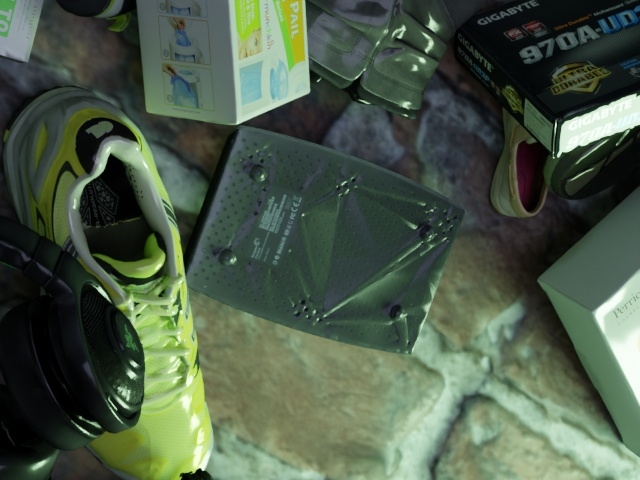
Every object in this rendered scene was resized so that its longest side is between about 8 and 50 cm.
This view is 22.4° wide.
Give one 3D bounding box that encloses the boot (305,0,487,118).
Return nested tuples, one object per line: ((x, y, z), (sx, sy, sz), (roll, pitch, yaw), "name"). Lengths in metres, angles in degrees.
((0.009, -0.265, 1.451), (0.338, 0.118, 0.223), (34, 95, -20), "boot")

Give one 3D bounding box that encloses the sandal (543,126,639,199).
((0.327, -0.143, 1.619), (0.303, 0.086, 0.120), (-26, 143, -29), "sandal")

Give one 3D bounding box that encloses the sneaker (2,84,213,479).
((-0.179, 0.060, 1.411), (0.145, 0.147, 0.385), (-24, 111, -20), "sneaker")

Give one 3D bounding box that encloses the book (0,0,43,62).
((-0.307, -0.215, 1.361), (0.144, 0.035, 0.096), (14, 91, -25), "book")

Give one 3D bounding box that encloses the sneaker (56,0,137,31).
((-0.182, -0.299, 1.387), (0.097, 0.084, 0.235), (-1, 100, -58), "sneaker")

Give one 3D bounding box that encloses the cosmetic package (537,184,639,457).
((0.431, 0.027, 1.676), (0.377, 0.097, 0.284), (-42, 126, -11), "cosmetic package")

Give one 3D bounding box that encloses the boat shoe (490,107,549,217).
((0.214, -0.103, 1.602), (0.063, 0.059, 0.170), (3, 100, -25), "boat shoe")

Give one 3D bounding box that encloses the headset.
((-0.235, 0.130, 1.327), (0.394, 0.185, 0.243), (42, 108, -14), "headset")

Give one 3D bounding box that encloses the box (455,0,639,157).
((0.266, -0.179, 1.545), (0.220, 0.175, 0.051), (-21, 138, -18), "box")

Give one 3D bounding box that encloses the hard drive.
((0.000, 0.000, 1.530), (0.254, 0.054, 0.172), (18, 93, -26), "hard drive")

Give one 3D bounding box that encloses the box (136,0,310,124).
((-0.085, -0.215, 1.384), (0.114, 0.103, 0.203), (-30, 124, -49), "box")
